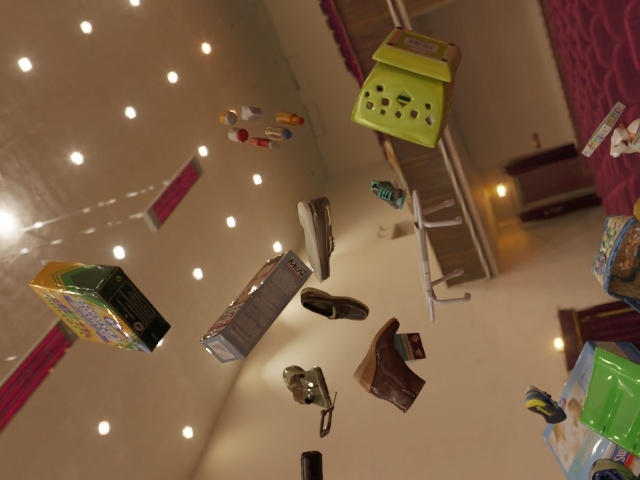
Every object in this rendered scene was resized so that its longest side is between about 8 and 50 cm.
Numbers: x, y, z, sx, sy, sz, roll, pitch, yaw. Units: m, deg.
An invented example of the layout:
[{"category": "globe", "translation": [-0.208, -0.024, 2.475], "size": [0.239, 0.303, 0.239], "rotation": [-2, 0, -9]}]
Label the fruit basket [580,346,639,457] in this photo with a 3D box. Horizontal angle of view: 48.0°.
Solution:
[{"category": "fruit basket", "translation": [0.775, 0.310, 1.461], "size": [0.283, 0.392, 0.392], "rotation": [32, -138, -28]}]

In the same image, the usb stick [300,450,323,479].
[{"category": "usb stick", "translation": [-0.025, 0.808, 2.279], "size": [0.077, 0.045, 0.278], "rotation": [-1, -92, -30]}]

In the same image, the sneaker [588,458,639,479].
[{"category": "sneaker", "translation": [0.599, 0.502, 1.449], "size": [0.131, 0.112, 0.296], "rotation": [64, -168, -7]}]

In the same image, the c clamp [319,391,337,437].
[{"category": "c clamp", "translation": [0.021, 0.594, 2.430], "size": [0.161, 0.022, 0.137], "rotation": [-3, -79, -75]}]

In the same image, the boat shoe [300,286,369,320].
[{"category": "boat shoe", "translation": [0.041, 0.211, 2.213], "size": [0.073, 0.223, 0.080], "rotation": [-80, 11, -54]}]

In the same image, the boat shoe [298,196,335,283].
[{"category": "boat shoe", "translation": [0.002, 0.002, 2.272], "size": [0.109, 0.091, 0.305], "rotation": [-131, 25, -52]}]

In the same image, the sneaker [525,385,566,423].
[{"category": "sneaker", "translation": [0.556, 0.405, 1.772], "size": [0.144, 0.053, 0.059], "rotation": [38, -151, -29]}]

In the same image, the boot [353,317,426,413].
[{"category": "boot", "translation": [0.244, 0.391, 2.263], "size": [0.248, 0.207, 0.090], "rotation": [-59, -18, -6]}]

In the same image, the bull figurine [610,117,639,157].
[{"category": "bull figurine", "translation": [0.893, -0.292, 1.824], "size": [0.188, 0.310, 0.101], "rotation": [40, -163, -21]}]

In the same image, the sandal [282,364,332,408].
[{"category": "sandal", "translation": [-0.050, 0.422, 2.031], "size": [0.086, 0.303, 0.120], "rotation": [-18, -89, -26]}]

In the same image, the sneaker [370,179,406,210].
[{"category": "sneaker", "translation": [0.179, -0.125, 1.935], "size": [0.166, 0.076, 0.065], "rotation": [-123, 45, -70]}]

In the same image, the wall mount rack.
[{"category": "wall mount rack", "translation": [0.318, 0.026, 1.880], "size": [0.304, 0.130, 0.350], "rotation": [-72, -26, -78]}]

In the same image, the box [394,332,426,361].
[{"category": "box", "translation": [0.283, 0.380, 2.515], "size": [0.244, 0.060, 0.100], "rotation": [8, -117, -57]}]

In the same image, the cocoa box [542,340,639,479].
[{"category": "cocoa box", "translation": [0.765, 0.460, 1.840], "size": [0.231, 0.228, 0.347], "rotation": [-109, 28, -56]}]

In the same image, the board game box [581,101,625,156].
[{"category": "board game box", "translation": [0.842, -0.329, 2.139], "size": [0.103, 0.026, 0.154], "rotation": [-53, -10, -24]}]

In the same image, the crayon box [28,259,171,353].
[{"category": "crayon box", "translation": [-0.516, 0.146, 1.628], "size": [0.083, 0.323, 0.203], "rotation": [-56, -49, -32]}]

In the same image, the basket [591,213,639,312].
[{"category": "basket", "translation": [0.842, 0.062, 1.858], "size": [0.289, 0.201, 0.254], "rotation": [-133, 52, -69]}]

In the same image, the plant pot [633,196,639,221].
[{"category": "plant pot", "translation": [0.824, -0.077, 1.769], "size": [0.081, 0.083, 0.081], "rotation": [51, 170, -4]}]

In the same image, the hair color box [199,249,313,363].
[{"category": "hair color box", "translation": [-0.203, 0.211, 2.296], "size": [0.113, 0.185, 0.374], "rotation": [47, -121, -12]}]

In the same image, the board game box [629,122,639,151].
[{"category": "board game box", "translation": [0.798, -0.214, 1.443], "size": [0.142, 0.275, 0.144], "rotation": [14, -82, -80]}]

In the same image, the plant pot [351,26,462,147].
[{"category": "plant pot", "translation": [0.226, -0.393, 1.783], "size": [0.227, 0.228, 0.207], "rotation": [-60, -14, -53]}]

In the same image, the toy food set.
[{"category": "toy food set", "translation": [-0.167, -0.325, 2.073], "size": [0.232, 0.104, 0.111], "rotation": [-2, -77, -39]}]
